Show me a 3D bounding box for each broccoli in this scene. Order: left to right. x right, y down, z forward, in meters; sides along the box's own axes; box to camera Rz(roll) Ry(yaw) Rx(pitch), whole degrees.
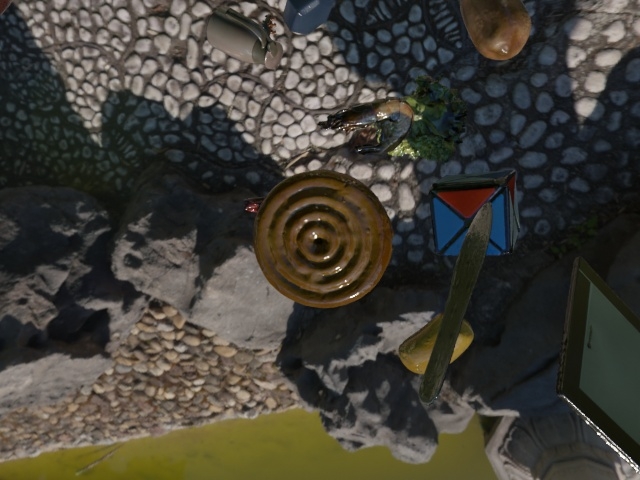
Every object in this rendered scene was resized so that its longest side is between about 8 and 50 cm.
[{"bbox_3d":[0.338,-0.441,1.695,0.348,0.281,0.293,12,96,16],"label":"broccoli"}]

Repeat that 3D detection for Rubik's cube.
[{"bbox_3d":[0.518,-0.095,1.606,0.247,0.250,0.248,0,105,28],"label":"Rubik's cube"}]

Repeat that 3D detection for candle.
[{"bbox_3d":[-0.150,-0.151,1.868,0.302,0.084,0.059,-12,143,-22],"label":"candle"}]

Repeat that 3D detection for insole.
[{"bbox_3d":[0.202,0.084,0.710,0.007,0.109,0.321,23,76,-1],"label":"insole"}]

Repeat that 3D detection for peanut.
[{"bbox_3d":[0.232,-0.309,0.651,0.076,0.076,0.152,-21,66,19],"label":"peanut"}]

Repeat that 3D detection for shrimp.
[{"bbox_3d":[0.144,-0.339,1.482,0.290,0.075,0.178,-15,122,3],"label":"shrimp"}]

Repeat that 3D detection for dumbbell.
[{"bbox_3d":[-0.097,-0.797,1.467,0.160,0.144,0.324,-32,83,5],"label":"dumbbell"}]

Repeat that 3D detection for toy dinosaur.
[{"bbox_3d":[-0.192,-0.795,1.791,0.055,0.154,0.049,3,147,-1],"label":"toy dinosaur"}]

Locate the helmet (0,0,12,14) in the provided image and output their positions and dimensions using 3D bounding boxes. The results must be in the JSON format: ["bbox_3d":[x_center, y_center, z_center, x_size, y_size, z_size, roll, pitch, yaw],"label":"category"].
[{"bbox_3d":[-0.449,-0.365,0.515,0.230,0.385,0.337,-22,111,-16],"label":"helmet"}]

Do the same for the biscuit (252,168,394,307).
[{"bbox_3d":[0.000,0.000,0.869,0.262,0.037,0.261,2,98,12],"label":"biscuit"}]

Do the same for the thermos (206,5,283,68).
[{"bbox_3d":[-0.182,-0.496,1.177,0.193,0.137,0.105,36,77,21],"label":"thermos"}]

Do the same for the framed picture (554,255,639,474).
[{"bbox_3d":[0.485,0.222,0.741,0.347,0.265,0.016,41,142,-14],"label":"framed picture"}]

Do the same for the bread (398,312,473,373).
[{"bbox_3d":[0.326,0.298,1.345,0.147,0.098,0.217,20,128,-28],"label":"bread"}]
